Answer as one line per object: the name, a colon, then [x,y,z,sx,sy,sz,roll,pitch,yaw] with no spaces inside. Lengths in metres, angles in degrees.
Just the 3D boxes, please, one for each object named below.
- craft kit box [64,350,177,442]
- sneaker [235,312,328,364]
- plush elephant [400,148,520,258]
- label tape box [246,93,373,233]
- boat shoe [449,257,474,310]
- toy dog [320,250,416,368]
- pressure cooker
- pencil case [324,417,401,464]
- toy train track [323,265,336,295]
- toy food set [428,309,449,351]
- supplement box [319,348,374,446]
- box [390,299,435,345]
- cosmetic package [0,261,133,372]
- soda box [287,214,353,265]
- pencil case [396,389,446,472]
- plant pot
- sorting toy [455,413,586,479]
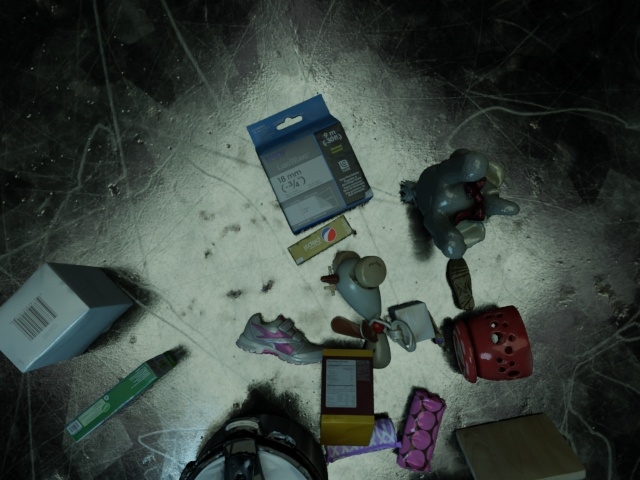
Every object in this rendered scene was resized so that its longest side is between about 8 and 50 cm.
craft kit box: [-0.503,0.393,1.734,0.250,0.246,0.061,-39,91,-2]
sneaker: [-0.095,0.263,1.816,0.252,0.103,0.111,14,88,0]
plush elephant: [0.392,-0.103,1.778,0.255,0.330,0.271,5,100,-22]
label tape box: [-0.035,-0.218,1.841,0.241,0.106,0.333,-25,88,-2]
boat shoe: [0.391,0.119,1.861,0.056,0.048,0.153,-17,80,11]
toy dog: [0.094,0.184,1.782,0.161,0.220,0.333,-16,78,-27]
pressure cooker: [-0.156,0.627,1.637,0.370,0.420,0.375,39,88,1]
pencil case: [0.105,0.536,1.807,0.206,0.088,0.086,-15,117,-1]
toy train track: [0.031,0.112,1.869,0.048,0.014,0.083,-8,86,-1]
toy food set: [0.313,0.251,1.836,0.019,0.078,0.122,-26,71,2]
supplement box: [0.065,0.404,1.731,0.129,0.191,0.194,2,57,0]
box: [0.247,0.221,1.821,0.087,0.101,0.102,-17,89,-2]
cosmetic package: [-0.634,0.182,1.677,0.217,0.385,0.156,-44,89,-5]
soda box: [0.000,0.000,1.851,0.181,0.061,0.058,-30,87,-2]
pencil case: [0.275,0.511,1.812,0.098,0.095,0.209,13,86,24]
plant pot: [0.447,0.277,1.778,0.174,0.191,0.191,-10,87,2]
sorting toy: [0.508,0.573,1.739,0.255,0.257,0.089,-11,107,0]
